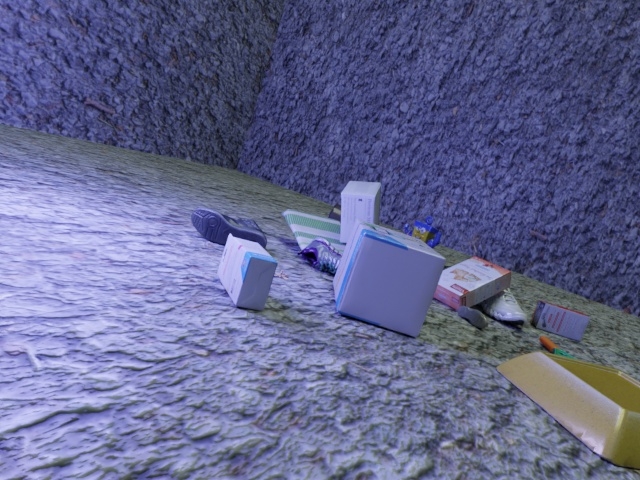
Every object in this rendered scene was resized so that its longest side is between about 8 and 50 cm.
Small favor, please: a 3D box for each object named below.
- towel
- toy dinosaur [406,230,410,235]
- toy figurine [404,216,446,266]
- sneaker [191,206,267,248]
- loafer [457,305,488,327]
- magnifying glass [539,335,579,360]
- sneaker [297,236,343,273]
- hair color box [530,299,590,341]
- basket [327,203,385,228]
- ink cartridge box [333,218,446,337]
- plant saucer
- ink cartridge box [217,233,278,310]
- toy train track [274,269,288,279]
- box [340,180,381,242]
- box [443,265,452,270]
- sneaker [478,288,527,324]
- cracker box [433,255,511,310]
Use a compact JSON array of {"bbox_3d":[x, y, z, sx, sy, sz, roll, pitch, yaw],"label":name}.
[{"bbox_3d":[0.011,-0.002,1.742,0.248,0.038,0.324,13,27,-28],"label":"towel"},{"bbox_3d":[0.262,0.053,1.870,0.064,0.112,0.211,-12,-11,-36],"label":"toy dinosaur"},{"bbox_3d":[0.489,-0.017,2.440,0.191,0.217,0.363,11,12,-38],"label":"toy figurine"},{"bbox_3d":[-0.263,-0.033,1.474,0.228,0.087,0.130,20,7,-6],"label":"sneaker"},{"bbox_3d":[0.454,0.224,1.475,0.039,0.045,0.125,22,4,-24],"label":"loafer"},{"bbox_3d":[0.663,0.315,1.392,0.092,0.026,0.231,18,8,-1],"label":"magnifying glass"},{"bbox_3d":[0.036,0.079,1.506,0.224,0.083,0.098,33,50,30],"label":"sneaker"},{"bbox_3d":[0.821,0.274,1.733,0.167,0.093,0.053,18,8,-6],"label":"hair color box"},{"bbox_3d":[0.143,-0.035,2.094,0.227,0.154,0.204,25,-12,9],"label":"basket"},{"bbox_3d":[0.156,0.080,1.248,0.198,0.197,0.270,18,8,-4],"label":"ink cartridge box"},{"bbox_3d":[0.582,0.324,1.001,0.333,0.080,0.333,15,9,-17],"label":"plant saucer"},{"bbox_3d":[-0.156,0.060,1.046,0.062,0.104,0.181,14,10,-27],"label":"ink cartridge box"},{"bbox_3d":[-0.111,0.084,1.281,0.048,0.014,0.083,25,12,39],"label":"toy train track"},{"bbox_3d":[0.142,-0.100,1.768,0.119,0.180,0.182,5,21,12],"label":"box"},{"bbox_3d":[0.570,0.155,2.090,0.220,0.051,0.175,8,13,-47],"label":"box"},{"bbox_3d":[0.604,0.197,1.704,0.110,0.118,0.292,18,10,-14],"label":"sneaker"},{"bbox_3d":[0.488,0.138,1.666,0.232,0.067,0.156,-21,28,-26],"label":"cracker box"}]
